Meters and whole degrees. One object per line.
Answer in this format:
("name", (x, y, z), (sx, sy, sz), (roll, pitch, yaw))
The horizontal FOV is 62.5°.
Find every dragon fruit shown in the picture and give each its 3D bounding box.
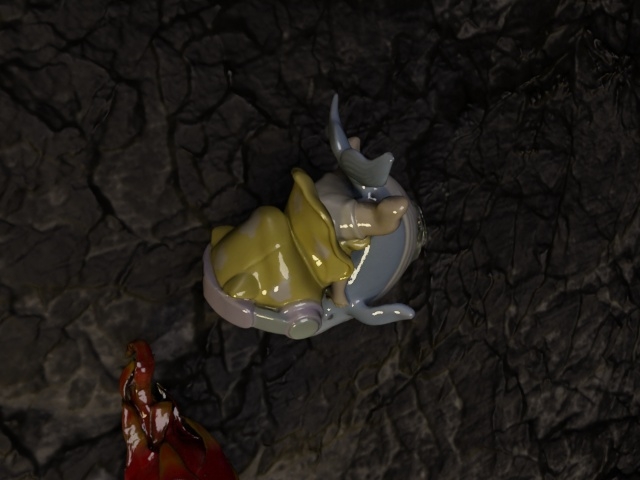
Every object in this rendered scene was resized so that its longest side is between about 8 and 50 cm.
("dragon fruit", (-0.113, 0.170, 0.406), (0.094, 0.094, 0.190), (-13, 71, -22))

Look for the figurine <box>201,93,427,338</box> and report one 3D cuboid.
("figurine", (0.000, 0.000, 0.417), (0.184, 0.128, 0.208), (-6, 129, -23))
